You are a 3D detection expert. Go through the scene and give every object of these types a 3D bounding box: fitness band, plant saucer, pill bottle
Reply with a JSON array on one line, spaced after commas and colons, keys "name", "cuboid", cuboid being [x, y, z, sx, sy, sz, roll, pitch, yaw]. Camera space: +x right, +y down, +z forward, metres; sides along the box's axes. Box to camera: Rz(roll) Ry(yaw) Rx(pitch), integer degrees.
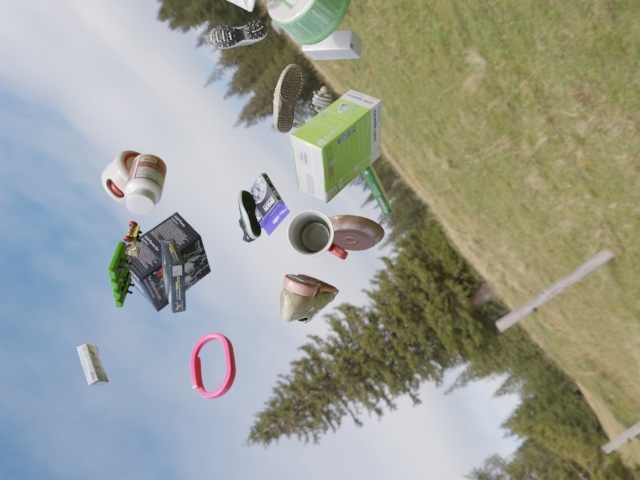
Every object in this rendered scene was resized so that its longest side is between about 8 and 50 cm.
[{"name": "fitness band", "cuboid": [-0.472, 0.545, 2.130, 0.054, 0.209, 0.290, 44, -156, -52]}, {"name": "plant saucer", "cuboid": [0.093, -0.014, 1.457, 0.199, 0.199, 0.036, 40, -131, -47]}, {"name": "pill bottle", "cuboid": [-0.606, -0.192, 1.681, 0.121, 0.121, 0.216, 43, -152, -38]}]

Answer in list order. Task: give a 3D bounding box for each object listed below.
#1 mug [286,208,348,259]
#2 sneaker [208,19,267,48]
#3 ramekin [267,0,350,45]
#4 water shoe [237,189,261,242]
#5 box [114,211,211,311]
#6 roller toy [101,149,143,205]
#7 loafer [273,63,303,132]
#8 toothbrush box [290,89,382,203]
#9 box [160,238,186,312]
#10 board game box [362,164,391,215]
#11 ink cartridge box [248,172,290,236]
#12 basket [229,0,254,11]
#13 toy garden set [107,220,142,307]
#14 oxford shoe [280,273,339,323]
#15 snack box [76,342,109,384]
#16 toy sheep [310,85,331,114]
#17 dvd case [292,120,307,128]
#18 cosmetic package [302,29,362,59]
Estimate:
[{"name": "mug", "cuboid": [-0.010, 0.003, 1.228, 0.150, 0.113, 0.169, 61, -178, 4]}, {"name": "sneaker", "cuboid": [-0.372, -0.924, 2.205, 0.108, 0.272, 0.100, -102, 4, -82]}, {"name": "ramekin", "cuboid": [-0.052, -0.887, 1.765, 0.148, 0.303, 0.303, 12, -143, -52]}, {"name": "water shoe", "cuboid": [-0.280, -0.090, 1.800, 0.073, 0.080, 0.203, 8, -121, -46]}, {"name": "box", "cuboid": [-0.678, 0.100, 2.147, 0.179, 0.312, 0.343, 41, 155, 18]}, {"name": "roller toy", "cuboid": [-0.709, -0.236, 1.841, 0.191, 0.146, 0.209, 20, -138, -48]}, {"name": "loafer", "cuboid": [-0.142, -0.568, 1.938, 0.102, 0.268, 0.092, 6, -159, -29]}, {"name": "toothbrush box", "cuboid": [0.056, -0.281, 1.446, 0.122, 0.283, 0.206, 31, 148, 29]}, {"name": "box", "cuboid": [-0.574, 0.137, 1.894, 0.059, 0.232, 0.183, -8, -145, -25]}, {"name": "board game box", "cuboid": [0.262, -0.297, 2.410, 0.317, 0.046, 0.213, 61, -167, -18]}, {"name": "ink cartridge box", "cuboid": [-0.240, -0.148, 2.094, 0.045, 0.206, 0.208, -19, -109, -44]}, {"name": "basket", "cuboid": [-0.298, -0.913, 1.721, 0.167, 0.103, 0.113, 22, 179, -13]}, {"name": "toy garden set", "cuboid": [-0.616, 0.077, 1.569, 0.049, 0.244, 0.203, 12, -125, -8]}, {"name": "oxford shoe", "cuboid": [-0.048, 0.198, 1.635, 0.141, 0.146, 0.397, 20, -179, 22]}, {"name": "snack box", "cuboid": [-0.790, 0.432, 1.689, 0.100, 0.037, 0.141, 92, 153, -71]}, {"name": "toy sheep", "cuboid": [0.005, -0.589, 2.063, 0.091, 0.132, 0.091, 14, -153, -8]}, {"name": "dvd case", "cuboid": [-0.061, -0.494, 2.100, 0.120, 0.013, 0.087, 13, -154, 12]}, {"name": "cosmetic package", "cuboid": [0.050, -0.831, 2.069, 0.231, 0.085, 0.117, 8, -177, 27]}]
